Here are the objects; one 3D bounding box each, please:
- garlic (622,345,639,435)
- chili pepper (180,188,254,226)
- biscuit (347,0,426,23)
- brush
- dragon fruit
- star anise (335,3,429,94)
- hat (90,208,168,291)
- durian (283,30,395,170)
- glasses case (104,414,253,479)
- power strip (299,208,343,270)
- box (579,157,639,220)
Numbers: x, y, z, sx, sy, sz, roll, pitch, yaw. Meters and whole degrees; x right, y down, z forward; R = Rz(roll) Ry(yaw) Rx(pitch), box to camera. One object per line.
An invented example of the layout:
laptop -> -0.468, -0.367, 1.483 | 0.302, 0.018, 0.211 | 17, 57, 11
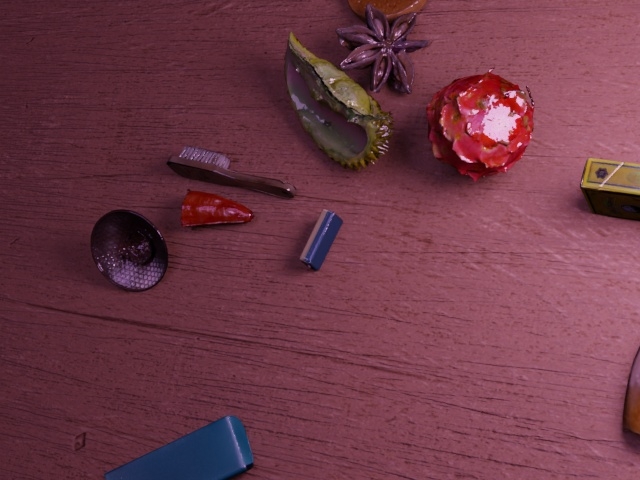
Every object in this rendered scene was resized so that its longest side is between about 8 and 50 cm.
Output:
garlic -> 0.601, 0.195, 1.590 | 0.143, 0.112, 0.318 | 34, 98, 28
chili pepper -> -0.219, -0.061, 2.079 | 0.169, 0.065, 0.088 | 6, 74, 23
biscuit -> 0.187, -0.595, 2.102 | 0.289, 0.044, 0.202 | -42, 60, 3
brush -> -0.191, -0.154, 2.101 | 0.327, 0.070, 0.065 | 15, 67, 27
dragon fruit -> 0.299, -0.224, 1.824 | 0.205, 0.210, 0.268 | -11, 26, -1
star anise -> 0.121, -0.406, 2.017 | 0.197, 0.073, 0.212 | 20, 71, 1
hat -> -0.411, 0.011, 2.132 | 0.193, 0.082, 0.193 | 7, 113, 17
durian -> 0.025, -0.276, 1.982 | 0.158, 0.169, 0.352 | -43, 60, 4
glasses case -> -0.281, 0.463, 1.907 | 0.301, 0.070, 0.117 | -26, 68, 12
power strip -> 0.000, 0.000, 1.955 | 0.032, 0.056, 0.123 | 22, 82, 28
box -> 0.578, -0.080, 1.671 | 0.220, 0.141, 0.064 | 13, 77, 27
